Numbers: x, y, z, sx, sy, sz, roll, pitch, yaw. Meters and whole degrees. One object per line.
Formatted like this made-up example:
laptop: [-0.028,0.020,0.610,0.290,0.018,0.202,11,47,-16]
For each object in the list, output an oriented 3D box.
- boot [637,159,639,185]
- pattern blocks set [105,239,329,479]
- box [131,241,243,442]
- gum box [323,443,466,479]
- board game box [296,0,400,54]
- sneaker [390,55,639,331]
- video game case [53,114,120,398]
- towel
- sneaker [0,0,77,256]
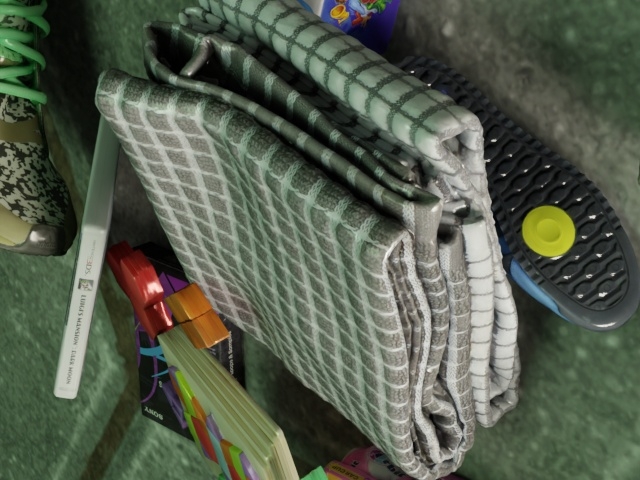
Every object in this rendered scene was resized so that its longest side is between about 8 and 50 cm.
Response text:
boot: [0.230,-0.102,0.580,0.190,0.076,0.208,27,118,55]
pattern blocks set: [-0.060,0.149,0.890,0.325,0.026,0.285,29,142,60]
box: [-0.113,0.092,1.054,0.116,0.029,0.162,18,120,42]
gum box: [0.061,0.245,0.905,0.107,0.062,0.188,17,118,42]
board game box: [-0.024,-0.313,0.762,0.233,0.078,0.347,37,130,31]
sneaker: [0.108,-0.023,0.759,0.209,0.069,0.082,46,163,15]
video game case: [-0.187,0.002,1.016,0.190,0.022,0.173,-94,17,-53]
towel: [0.000,0.000,0.754,0.235,0.121,0.283,39,160,33]
sneaker: [-0.282,-0.168,1.016,0.182,0.158,0.410,-47,57,28]
